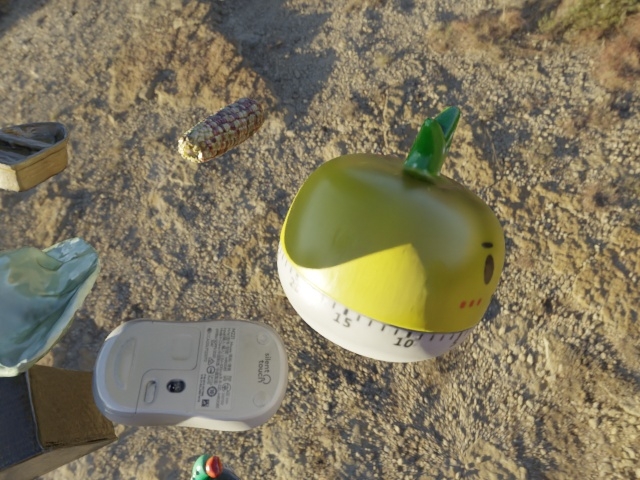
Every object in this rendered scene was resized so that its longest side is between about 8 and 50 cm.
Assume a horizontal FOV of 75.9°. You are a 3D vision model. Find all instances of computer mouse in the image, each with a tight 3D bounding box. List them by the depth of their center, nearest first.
[{"bbox_3d":[-0.207,0.221,0.677,0.298,0.121,0.184,4,58,-17],"label":"computer mouse"}]

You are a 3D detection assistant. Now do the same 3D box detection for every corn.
[{"bbox_3d":[-0.203,-0.234,0.873,0.086,0.086,0.253,6,35,22],"label":"corn"}]

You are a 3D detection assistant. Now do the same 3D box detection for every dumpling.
[{"bbox_3d":[-0.307,0.051,0.401,0.219,0.108,0.152,10,74,33],"label":"dumpling"}]

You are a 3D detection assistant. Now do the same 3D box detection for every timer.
[{"bbox_3d":[0.095,-0.028,0.485,0.286,0.285,0.284,-8,60,15],"label":"timer"}]

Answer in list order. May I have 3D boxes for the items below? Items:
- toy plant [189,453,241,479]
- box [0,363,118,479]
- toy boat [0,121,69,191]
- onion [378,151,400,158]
[{"bbox_3d":[-0.280,0.696,1.081,0.186,0.400,0.278,2,74,-17],"label":"toy plant"},{"bbox_3d":[-0.493,0.317,0.698,0.184,0.273,0.143,-21,71,-11],"label":"box"},{"bbox_3d":[-0.535,-0.160,0.753,0.116,0.061,0.188,13,35,2],"label":"toy boat"},{"bbox_3d":[0.234,-0.036,0.918,0.159,0.349,0.267,-49,43,26],"label":"onion"}]
